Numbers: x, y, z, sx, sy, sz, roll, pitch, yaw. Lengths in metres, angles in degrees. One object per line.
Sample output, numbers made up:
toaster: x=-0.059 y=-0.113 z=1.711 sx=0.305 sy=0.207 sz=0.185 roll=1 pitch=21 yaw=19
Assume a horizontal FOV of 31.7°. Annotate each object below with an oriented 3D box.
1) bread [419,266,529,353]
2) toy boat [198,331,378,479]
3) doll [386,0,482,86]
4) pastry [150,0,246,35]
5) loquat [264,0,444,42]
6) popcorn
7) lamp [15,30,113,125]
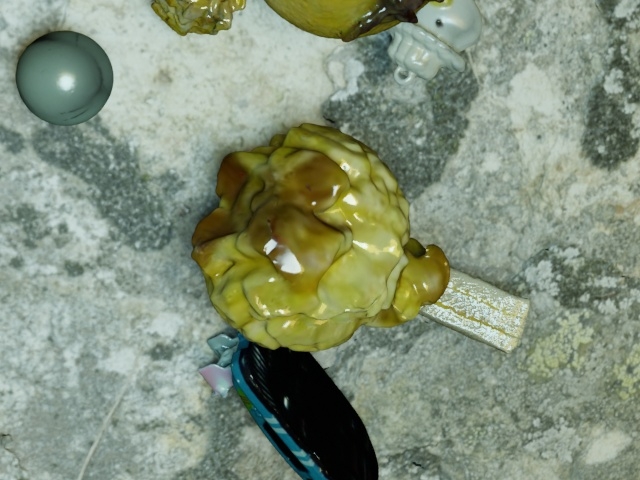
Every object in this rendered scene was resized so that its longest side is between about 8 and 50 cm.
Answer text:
bread: x=0.182 y=0.080 z=1.476 sx=0.152 sy=0.105 sz=0.077 roll=24 pitch=87 yaw=-27
toy boat: x=-0.036 y=0.232 z=1.436 sx=0.092 sy=0.134 sz=0.299 roll=-22 pitch=119 yaw=24
doll: x=0.169 y=-0.315 z=1.362 sx=0.138 sy=0.119 sz=0.293 roll=32 pitch=90 yaw=8
pastry: x=-0.166 y=-0.340 z=1.202 sx=0.102 sy=0.154 sz=0.250 roll=-34 pitch=120 yaw=-14
loquat: x=0.036 y=-0.325 z=1.233 sx=0.244 sy=0.244 sz=0.244 roll=-6 pitch=106 yaw=-21
popcorn: x=0.000 y=0.000 z=1.322 sx=0.332 sy=0.225 sz=0.265 roll=7 pitch=79 yaw=-31
lamp: x=-0.277 y=-0.176 z=1.218 sx=0.105 sy=0.105 sz=0.105 roll=-6 pitch=106 yaw=-21
